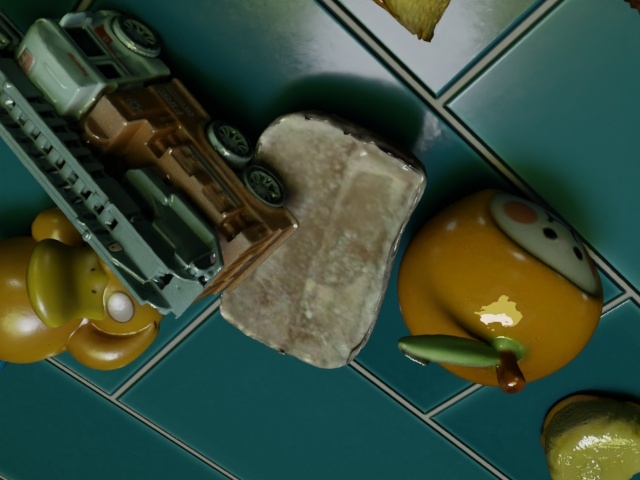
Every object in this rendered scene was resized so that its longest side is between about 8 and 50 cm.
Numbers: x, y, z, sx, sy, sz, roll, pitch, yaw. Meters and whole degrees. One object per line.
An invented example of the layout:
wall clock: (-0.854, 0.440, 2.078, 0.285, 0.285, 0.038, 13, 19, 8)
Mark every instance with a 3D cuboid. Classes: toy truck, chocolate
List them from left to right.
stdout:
toy truck: (-0.193, -0.089, 0.632, 0.338, 0.184, 0.133, 49, 119, 3)
chocolate: (0.000, 0.000, 0.743, 0.185, 0.100, 0.303, 23, 120, 8)

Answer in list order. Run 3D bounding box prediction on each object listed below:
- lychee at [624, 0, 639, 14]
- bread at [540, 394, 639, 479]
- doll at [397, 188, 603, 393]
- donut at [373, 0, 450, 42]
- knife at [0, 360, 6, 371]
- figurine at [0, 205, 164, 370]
lychee: (0.303, -0.250, 0.489, 0.195, 0.194, 0.194, 4, 124, 6)
bread: (0.361, 0.267, 0.874, 0.125, 0.086, 0.156, 39, 117, -5)
doll: (0.179, 0.073, 0.681, 0.214, 0.236, 0.213, 7, 128, 9)
donut: (0.045, -0.262, 0.552, 0.217, 0.141, 0.085, 37, 114, -20)
knife: (-0.415, 0.094, 0.916, 0.044, 0.026, 0.296, 23, 124, -20)
figurine: (-0.308, 0.062, 0.790, 0.228, 0.215, 0.215, -14, 120, 26)
